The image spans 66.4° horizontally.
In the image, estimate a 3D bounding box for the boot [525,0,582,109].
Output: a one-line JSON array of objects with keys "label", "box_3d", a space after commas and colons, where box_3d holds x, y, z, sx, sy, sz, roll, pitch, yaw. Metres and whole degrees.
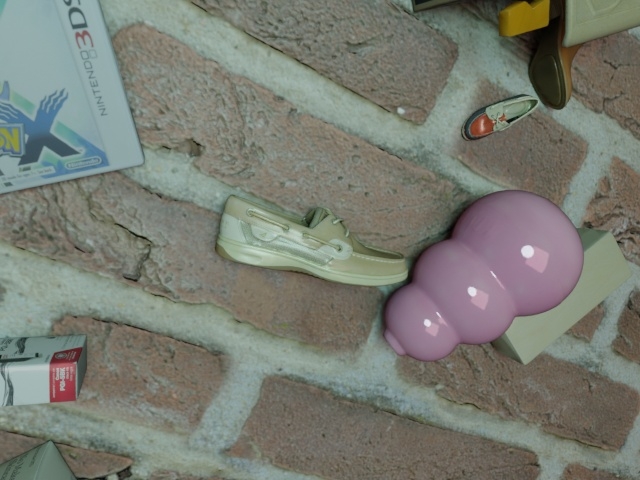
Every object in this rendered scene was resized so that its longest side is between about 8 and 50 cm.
[{"label": "boot", "box_3d": [0.430, -0.338, 0.829, 0.152, 0.073, 0.197, -27, 110, -16]}]

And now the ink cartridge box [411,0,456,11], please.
[{"label": "ink cartridge box", "box_3d": [0.272, -0.403, 0.696, 0.234, 0.193, 0.088, -19, 111, -13]}]

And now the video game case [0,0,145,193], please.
[{"label": "video game case", "box_3d": [-0.401, -0.189, 0.544, 0.328, 0.036, 0.300, -15, 127, -15]}]

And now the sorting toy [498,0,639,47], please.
[{"label": "sorting toy", "box_3d": [0.347, -0.369, 0.609, 0.307, 0.041, 0.229, -20, 120, -14]}]

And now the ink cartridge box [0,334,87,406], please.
[{"label": "ink cartridge box", "box_3d": [-0.387, 0.169, 0.644, 0.135, 0.099, 0.056, 1, 101, -19]}]

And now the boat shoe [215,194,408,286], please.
[{"label": "boat shoe", "box_3d": [0.000, 0.000, 0.737, 0.302, 0.109, 0.098, 11, 98, -14]}]

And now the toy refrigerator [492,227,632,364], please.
[{"label": "toy refrigerator", "box_3d": [0.424, 0.096, 0.904, 0.269, 0.094, 0.102, -37, 103, -9]}]

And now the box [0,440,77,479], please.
[{"label": "box", "box_3d": [-0.483, 0.394, 0.652, 0.275, 0.113, 0.094, -25, 106, -13]}]

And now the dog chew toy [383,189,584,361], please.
[{"label": "dog chew toy", "box_3d": [0.244, 0.069, 0.788, 0.331, 0.206, 0.207, -36, 110, 0]}]

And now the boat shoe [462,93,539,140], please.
[{"label": "boat shoe", "box_3d": [0.303, -0.209, 0.827, 0.137, 0.043, 0.049, -26, 110, -10]}]
